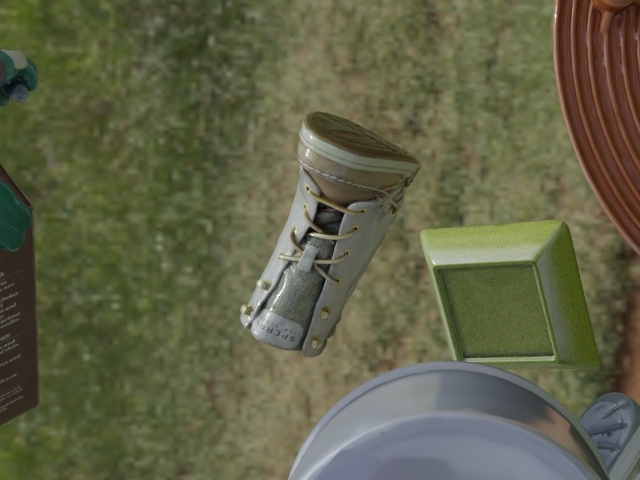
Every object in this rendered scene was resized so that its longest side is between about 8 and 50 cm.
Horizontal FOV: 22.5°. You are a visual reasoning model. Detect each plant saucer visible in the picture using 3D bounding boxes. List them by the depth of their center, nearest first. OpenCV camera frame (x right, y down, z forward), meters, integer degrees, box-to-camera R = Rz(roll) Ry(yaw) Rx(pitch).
[{"bbox_3d":[0.210,0.075,1.853,0.188,0.045,0.188,-4,112,31],"label":"plant saucer"}]

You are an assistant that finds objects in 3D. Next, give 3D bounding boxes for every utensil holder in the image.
[{"bbox_3d":[0.113,0.281,1.393,0.385,0.327,0.328,-6,-84,-86],"label":"utensil holder"}]

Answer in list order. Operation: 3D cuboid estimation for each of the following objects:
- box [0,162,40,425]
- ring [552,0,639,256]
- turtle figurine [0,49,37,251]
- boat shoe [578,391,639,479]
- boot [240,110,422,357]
[{"bbox_3d":[-0.395,0.041,1.669,0.191,0.143,0.381,49,150,25],"label":"box"},{"bbox_3d":[0.294,-0.107,0.876,0.032,0.336,0.337,144,125,-86],"label":"ring"},{"bbox_3d":[-0.224,-0.040,0.783,0.175,0.118,0.234,-46,34,3],"label":"turtle figurine"},{"bbox_3d":[0.286,0.322,1.794,0.320,0.103,0.118,-61,29,7],"label":"boat shoe"},{"bbox_3d":[0.000,0.000,1.107,0.077,0.213,0.165,29,94,9],"label":"boot"}]
